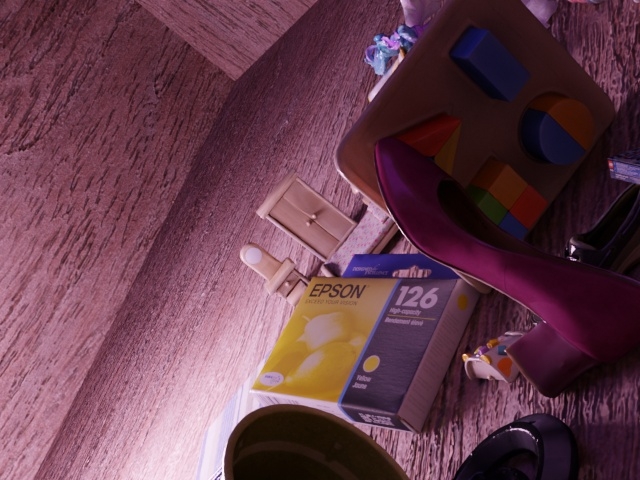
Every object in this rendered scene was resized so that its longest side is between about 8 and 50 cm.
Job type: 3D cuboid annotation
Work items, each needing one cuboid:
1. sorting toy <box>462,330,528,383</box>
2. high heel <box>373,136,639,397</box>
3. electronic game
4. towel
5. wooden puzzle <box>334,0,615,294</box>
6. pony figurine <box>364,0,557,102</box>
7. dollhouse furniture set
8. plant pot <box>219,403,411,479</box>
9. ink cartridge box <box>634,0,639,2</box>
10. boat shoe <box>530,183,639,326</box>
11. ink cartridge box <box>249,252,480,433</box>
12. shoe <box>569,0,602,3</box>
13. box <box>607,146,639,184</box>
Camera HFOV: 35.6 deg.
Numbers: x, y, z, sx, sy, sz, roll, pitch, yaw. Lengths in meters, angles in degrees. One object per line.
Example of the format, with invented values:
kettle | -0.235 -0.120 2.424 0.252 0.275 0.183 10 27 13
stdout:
sorting toy | 0.228 0.141 1.268 0.075 0.045 0.083 -39 13 -23
high heel | 0.220 -0.015 1.145 0.181 0.377 0.127 -47 -16 31
electronic game | 0.192 0.286 1.062 0.229 0.048 0.229 -52 11 15
towel | -0.135 0.321 1.739 0.285 0.034 0.209 -52 17 25
wooden puzzle | 0.229 -0.142 1.334 0.348 0.322 0.080 -55 27 -6
pony figurine | 0.225 -0.379 1.895 0.351 0.302 0.363 -52 -4 -11
dollhouse furniture set | 0.000 0.000 1.839 0.303 0.173 0.355 -52 18 2
plant pot | -0.046 0.382 1.181 0.254 0.276 0.276 -56 15 28
ink cartridge box | 0.522 -0.489 1.581 0.198 0.115 0.067 -50 20 7
boat shoe | 0.325 0.019 1.190 0.223 0.073 0.080 -47 17 12
ink cartridge box | 0.077 0.125 1.482 0.303 0.072 0.307 -2 53 46
shoe | 0.493 -0.489 1.731 0.178 0.063 0.081 -57 24 -1
box | 0.416 -0.099 1.152 0.137 0.027 0.094 -20 16 -11
